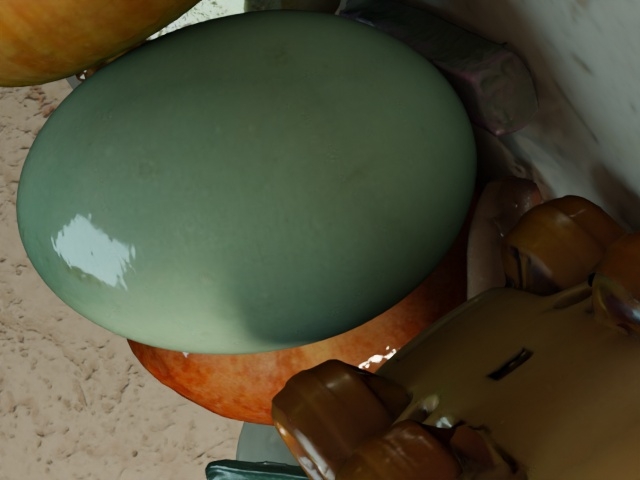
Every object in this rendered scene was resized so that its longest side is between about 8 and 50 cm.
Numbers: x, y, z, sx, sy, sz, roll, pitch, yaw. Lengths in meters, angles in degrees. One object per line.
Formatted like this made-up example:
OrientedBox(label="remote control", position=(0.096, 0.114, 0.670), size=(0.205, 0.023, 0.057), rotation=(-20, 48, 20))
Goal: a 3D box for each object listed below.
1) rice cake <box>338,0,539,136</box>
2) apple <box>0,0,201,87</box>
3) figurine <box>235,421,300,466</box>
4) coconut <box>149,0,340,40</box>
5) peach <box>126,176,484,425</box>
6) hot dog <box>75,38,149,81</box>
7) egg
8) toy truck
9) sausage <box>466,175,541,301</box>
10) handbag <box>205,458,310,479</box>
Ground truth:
OrientedBox(label="rice cake", position=(0.058, -0.099, 0.964), size=(0.207, 0.036, 0.047), rotation=(41, 155, 63))
OrientedBox(label="apple", position=(-0.140, -0.215, 0.879), size=(0.233, 0.286, 0.286), rotation=(54, 173, -20))
OrientedBox(label="figurine", position=(0.081, 0.259, 1.762), size=(0.275, 0.226, 0.394), rotation=(20, 160, 27))
OrientedBox(label="coconut", position=(-0.048, -0.165, 1.079), size=(0.116, 0.122, 0.116), rotation=(19, 129, 26))
OrientedBox(label="peach", position=(-0.005, 0.008, 1.094), size=(0.232, 0.232, 0.256), rotation=(55, 177, 15))
OrientedBox(label="hot dog", position=(-0.092, -0.108, 1.245), size=(0.175, 0.114, 0.259), rotation=(48, -169, 22))
OrientedBox(label="egg", position=(-0.037, -0.027, 0.888), size=(0.168, 0.231, 0.168), rotation=(-12, -90, -85))
OrientedBox(label="toy truck", position=(0.115, 0.110, 0.823), size=(0.211, 0.204, 0.288), rotation=(57, 170, -15))
OrientedBox(label="sausage", position=(0.099, 0.057, 0.983), size=(0.043, 0.043, 0.186), rotation=(-171, 83, -79))
OrientedBox(label="handbag", position=(0.061, 0.286, 1.514), size=(0.327, 0.089, 0.238), rotation=(1, 145, 23))
